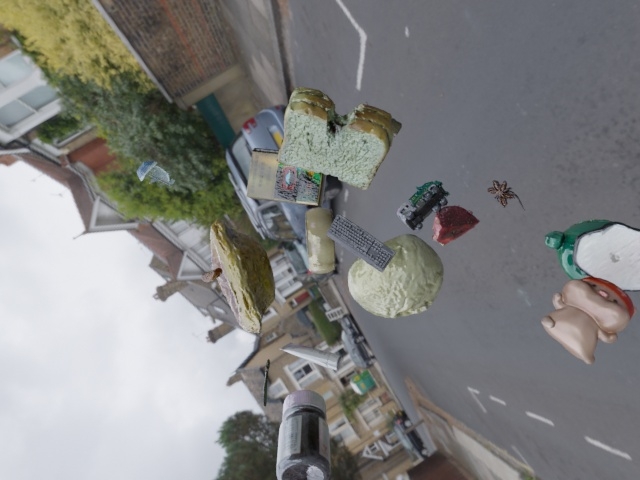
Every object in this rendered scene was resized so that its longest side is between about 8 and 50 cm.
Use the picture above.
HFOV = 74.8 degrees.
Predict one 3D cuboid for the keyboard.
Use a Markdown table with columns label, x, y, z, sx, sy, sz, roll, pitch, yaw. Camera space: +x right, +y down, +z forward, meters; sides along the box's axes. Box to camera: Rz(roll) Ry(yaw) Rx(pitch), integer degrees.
| label | x | y | z | sx | sy | sz | roll | pitch | yaw |
| --- | --- | --- | --- | --- | --- | --- | --- | --- | --- |
| keyboard | 0.109 | 0.007 | 1.165 | 0.196 | 0.074 | 0.015 | 35 | -168 | 16 |

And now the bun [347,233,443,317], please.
| label | x | y | z | sx | sy | sz | roll | pitch | yaw |
| --- | --- | --- | --- | --- | --- | --- | --- | --- | --- |
| bun | 0.276 | 0.142 | 1.450 | 0.352 | 0.348 | 0.227 | 118 | 139 | -51 |

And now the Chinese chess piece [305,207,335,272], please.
| label | x | y | z | sx | sy | sz | roll | pitch | yaw |
| --- | --- | --- | --- | --- | --- | --- | --- | --- | --- |
| Chinese chess piece | 0.000 | 0.000 | 1.704 | 0.270 | 0.112 | 0.270 | 176 | 90 | -89 |

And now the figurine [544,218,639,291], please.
| label | x | y | z | sx | sy | sz | roll | pitch | yaw |
| --- | --- | --- | --- | --- | --- | --- | --- | --- | --- |
| figurine | 0.828 | 0.052 | 1.238 | 0.323 | 0.231 | 0.340 | 25 | -172 | 23 |

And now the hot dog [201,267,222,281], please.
| label | x | y | z | sx | sy | sz | roll | pitch | yaw |
| --- | --- | --- | --- | --- | --- | --- | --- | --- | --- |
| hot dog | -0.397 | 0.128 | 1.533 | 0.035 | 0.083 | 0.058 | 66 | -156 | -6 |

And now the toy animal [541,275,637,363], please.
| label | x | y | z | sx | sy | sz | roll | pitch | yaw |
| --- | --- | --- | --- | --- | --- | --- | --- | --- | --- |
| toy animal | 0.668 | 0.186 | 1.043 | 0.171 | 0.198 | 0.171 | 43 | 179 | 1 |

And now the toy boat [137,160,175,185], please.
| label | x | y | z | sx | sy | sz | roll | pitch | yaw |
| --- | --- | --- | --- | --- | --- | --- | --- | --- | --- |
| toy boat | -0.660 | -0.271 | 1.691 | 0.105 | 0.149 | 0.034 | -61 | 33 | 34 |

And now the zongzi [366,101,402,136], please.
| label | x | y | z | sx | sy | sz | roll | pitch | yaw |
| --- | --- | --- | --- | --- | --- | --- | --- | --- | --- |
| zongzi | 0.228 | -0.494 | 1.787 | 0.189 | 0.081 | 0.178 | 26 | 171 | -18 |

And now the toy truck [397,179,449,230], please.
| label | x | y | z | sx | sy | sz | roll | pitch | yaw |
| --- | --- | --- | --- | --- | --- | --- | --- | --- | --- |
| toy truck | 0.415 | -0.152 | 1.721 | 0.110 | 0.216 | 0.116 | 41 | -175 | -37 |

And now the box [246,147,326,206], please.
| label | x | y | z | sx | sy | sz | roll | pitch | yaw |
| --- | --- | --- | --- | --- | --- | --- | --- | --- | --- |
| box | -0.104 | -0.197 | 1.322 | 0.071 | 0.240 | 0.159 | 19 | -102 | -80 |

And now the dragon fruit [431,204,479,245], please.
| label | x | y | z | sx | sy | sz | roll | pitch | yaw |
| --- | --- | --- | --- | --- | --- | --- | --- | --- | --- |
| dragon fruit | 0.636 | -0.069 | 2.130 | 0.134 | 0.262 | 0.211 | 60 | 141 | 34 |

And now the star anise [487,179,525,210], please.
| label | x | y | z | sx | sy | sz | roll | pitch | yaw |
| --- | --- | --- | --- | --- | --- | --- | --- | --- | --- |
| star anise | 0.836 | -0.197 | 1.869 | 0.191 | 0.070 | 0.097 | 51 | 133 | 8 |

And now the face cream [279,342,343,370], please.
| label | x | y | z | sx | sy | sz | roll | pitch | yaw |
| --- | --- | --- | --- | --- | --- | --- | --- | --- | --- |
| face cream | -0.032 | 0.439 | 1.610 | 0.092 | 0.243 | 0.058 | -1 | -80 | -66 |

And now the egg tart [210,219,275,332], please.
| label | x | y | z | sx | sy | sz | roll | pitch | yaw |
| --- | --- | --- | --- | --- | --- | --- | --- | --- | --- |
| egg tart | -0.276 | 0.126 | 1.540 | 0.443 | 0.178 | 0.443 | 53 | 154 | 39 |

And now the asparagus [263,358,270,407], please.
| label | x | y | z | sx | sy | sz | roll | pitch | yaw |
| --- | --- | --- | --- | --- | --- | --- | --- | --- | --- |
| asparagus | -0.156 | 0.408 | 1.206 | 0.166 | 0.016 | 0.013 | -95 | 10 | -56 |

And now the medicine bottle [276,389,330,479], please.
| label | x | y | z | sx | sy | sz | roll | pitch | yaw |
| --- | --- | --- | --- | --- | --- | --- | --- | --- | --- |
| medicine bottle | -0.052 | 0.636 | 1.349 | 0.165 | 0.165 | 0.273 | 61 | -168 | -23 |

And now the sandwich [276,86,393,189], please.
| label | x | y | z | sx | sy | sz | roll | pitch | yaw |
| --- | --- | --- | --- | --- | --- | --- | --- | --- | --- |
| sandwich | 0.036 | -0.256 | 1.062 | 0.273 | 0.095 | 0.249 | 16 | 154 | -3 |
